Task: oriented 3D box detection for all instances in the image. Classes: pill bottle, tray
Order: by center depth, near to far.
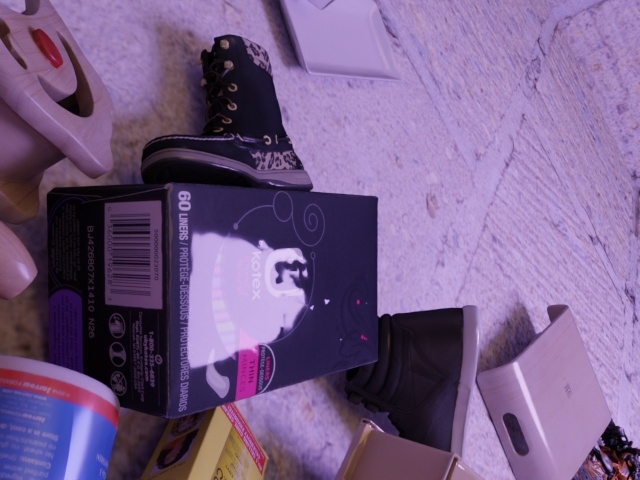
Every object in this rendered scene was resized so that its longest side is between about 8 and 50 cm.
[{"bbox_3d":[-0.201,0.190,0.411,0.124,0.124,0.221,34,49,-39],"label":"pill bottle"},{"bbox_3d":[0.028,-0.302,1.040,0.270,0.030,0.145,-14,84,-55],"label":"tray"}]

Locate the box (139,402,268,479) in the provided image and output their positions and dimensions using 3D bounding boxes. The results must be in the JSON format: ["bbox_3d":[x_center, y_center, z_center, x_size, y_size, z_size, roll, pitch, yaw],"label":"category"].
[{"bbox_3d":[-0.094,0.203,0.522,0.087,0.058,0.232,62,8,-10],"label":"box"}]

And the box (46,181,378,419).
[{"bbox_3d":[-0.076,0.037,0.605,0.270,0.143,0.165,-3,93,-54],"label":"box"}]

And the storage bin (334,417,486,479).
[{"bbox_3d":[0.105,0.359,0.681,0.262,0.123,0.260,44,63,-32],"label":"storage bin"}]

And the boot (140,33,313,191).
[{"bbox_3d":[-0.108,-0.129,0.731,0.236,0.085,0.178,3,69,-58],"label":"boot"}]

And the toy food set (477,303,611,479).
[{"bbox_3d":[0.382,0.262,1.198,0.306,0.092,0.219,-25,95,-47],"label":"toy food set"}]

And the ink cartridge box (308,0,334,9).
[{"bbox_3d":[-0.113,-0.454,0.876,0.371,0.069,0.175,20,52,-41],"label":"ink cartridge box"}]

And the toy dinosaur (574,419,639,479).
[{"bbox_3d":[0.567,0.450,1.325,0.218,0.164,0.322,-64,144,-29],"label":"toy dinosaur"}]

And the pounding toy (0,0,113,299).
[{"bbox_3d":[-0.246,-0.083,0.472,0.154,0.155,0.269,57,5,-34],"label":"pounding toy"}]

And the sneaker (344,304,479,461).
[{"bbox_3d":[0.102,0.205,0.840,0.104,0.147,0.295,-66,159,-66],"label":"sneaker"}]
